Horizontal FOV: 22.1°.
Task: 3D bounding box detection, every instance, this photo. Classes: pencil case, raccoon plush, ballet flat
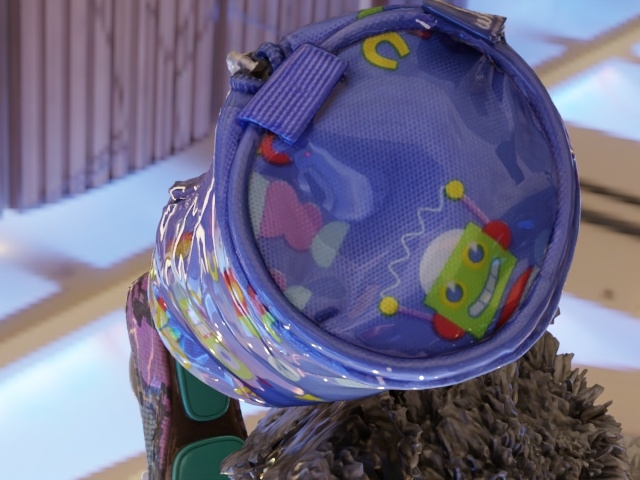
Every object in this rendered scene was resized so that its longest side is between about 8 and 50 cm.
[{"bbox_3d":[0.000,0.000,0.636,0.119,0.133,0.306,-44,-179,-13],"label":"pencil case"},{"bbox_3d":[0.087,0.204,0.910,0.299,0.216,0.446,48,-148,-2],"label":"raccoon plush"},{"bbox_3d":[-0.088,0.124,1.058,0.077,0.222,0.079,-5,175,-40],"label":"ballet flat"}]
